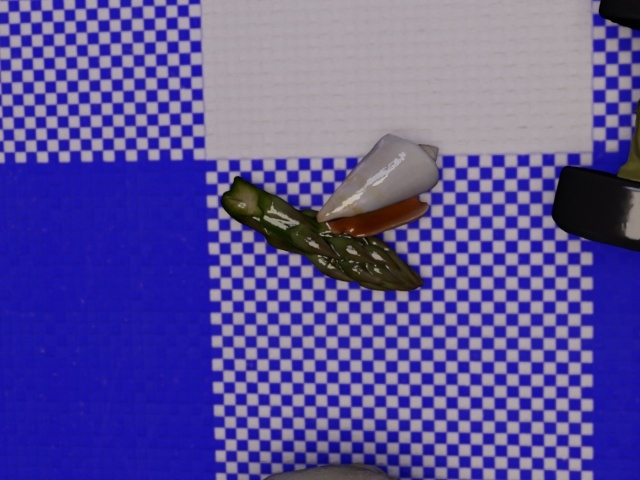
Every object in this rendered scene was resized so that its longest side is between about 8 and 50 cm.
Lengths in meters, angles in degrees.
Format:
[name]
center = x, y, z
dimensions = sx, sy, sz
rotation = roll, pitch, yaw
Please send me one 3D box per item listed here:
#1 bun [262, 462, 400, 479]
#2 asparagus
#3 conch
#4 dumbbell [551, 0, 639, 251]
[bun]
center = 0.023, 0.429, 1.539
dimensions = 0.365, 0.219, 0.365
rotation = 5, 113, 13
[asparagus]
center = 0.000, 0.000, 1.572
dimensions = 0.287, 0.080, 0.080
rotation = 25, 99, 3
[conch]
center = 0.080, -0.061, 1.529
dimensions = 0.094, 0.104, 0.176
rotation = 32, 65, 21
[dumbbell]
center = 0.399, -0.151, 1.425
dimensions = 0.203, 0.204, 0.322
rotation = 13, 98, 8
